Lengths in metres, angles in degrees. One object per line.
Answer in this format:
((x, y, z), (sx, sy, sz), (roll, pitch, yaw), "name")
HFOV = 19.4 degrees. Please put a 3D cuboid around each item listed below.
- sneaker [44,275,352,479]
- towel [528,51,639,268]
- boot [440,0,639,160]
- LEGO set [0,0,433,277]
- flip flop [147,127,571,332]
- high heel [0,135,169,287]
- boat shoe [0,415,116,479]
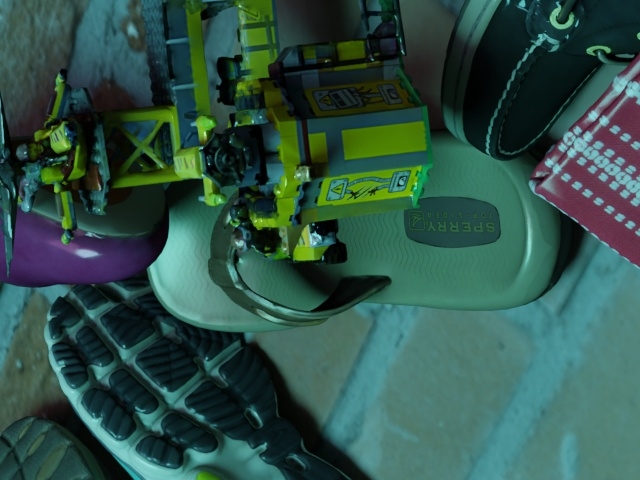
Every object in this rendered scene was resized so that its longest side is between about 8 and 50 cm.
((-0.066, 0.136, 1.041), (0.275, 0.107, 0.110), (50, 144, 20), "sneaker")
((0.229, -0.058, 0.641), (0.199, 0.031, 0.275), (34, 125, -10), "towel")
((0.158, -0.079, 0.748), (0.178, 0.085, 0.236), (46, 132, 19), "boot")
((-0.093, -0.137, 0.792), (0.255, 0.192, 0.331), (-157, 62, -65), "LEGO set")
((0.000, 0.000, 0.933), (0.277, 0.080, 0.112), (0, 105, 46), "flip flop")
((-0.192, 0.024, 1.086), (0.377, 0.127, 0.181), (22, 112, 58), "high heel")
((-0.119, 0.232, 1.078), (0.132, 0.130, 0.355), (-45, 37, 3), "boat shoe")
